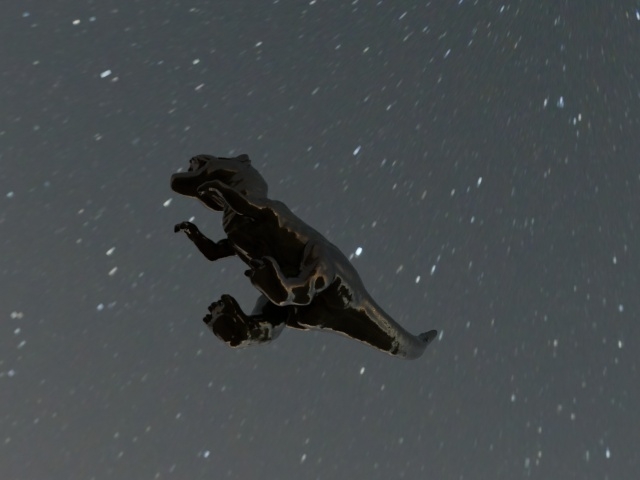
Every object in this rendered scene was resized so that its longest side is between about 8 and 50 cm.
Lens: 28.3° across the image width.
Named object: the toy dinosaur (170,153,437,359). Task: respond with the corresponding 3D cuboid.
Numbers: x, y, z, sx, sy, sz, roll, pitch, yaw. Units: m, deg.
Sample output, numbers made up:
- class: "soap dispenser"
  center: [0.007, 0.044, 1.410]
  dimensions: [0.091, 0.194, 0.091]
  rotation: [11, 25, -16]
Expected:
- class: "toy dinosaur"
  center: [0.000, 0.000, 0.826]
  dimensions: [0.087, 0.179, 0.187]
  rotation: [-43, -109, 44]
